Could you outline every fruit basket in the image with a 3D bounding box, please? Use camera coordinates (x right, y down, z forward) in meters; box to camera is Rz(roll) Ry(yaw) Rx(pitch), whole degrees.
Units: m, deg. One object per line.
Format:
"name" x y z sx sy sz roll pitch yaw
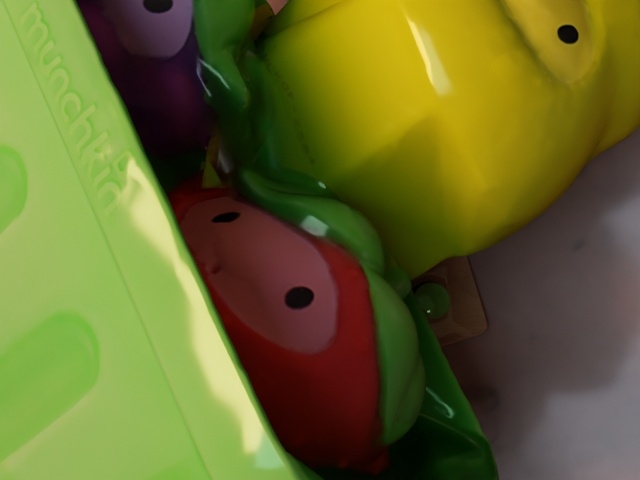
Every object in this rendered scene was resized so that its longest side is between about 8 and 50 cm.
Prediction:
"fruit basket" -0.007 -0.052 0.570 0.391 0.283 0.392 -4 80 24

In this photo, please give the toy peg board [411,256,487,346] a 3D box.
"toy peg board" 0.000 0.000 0.704 0.161 0.079 0.161 -17 87 3
